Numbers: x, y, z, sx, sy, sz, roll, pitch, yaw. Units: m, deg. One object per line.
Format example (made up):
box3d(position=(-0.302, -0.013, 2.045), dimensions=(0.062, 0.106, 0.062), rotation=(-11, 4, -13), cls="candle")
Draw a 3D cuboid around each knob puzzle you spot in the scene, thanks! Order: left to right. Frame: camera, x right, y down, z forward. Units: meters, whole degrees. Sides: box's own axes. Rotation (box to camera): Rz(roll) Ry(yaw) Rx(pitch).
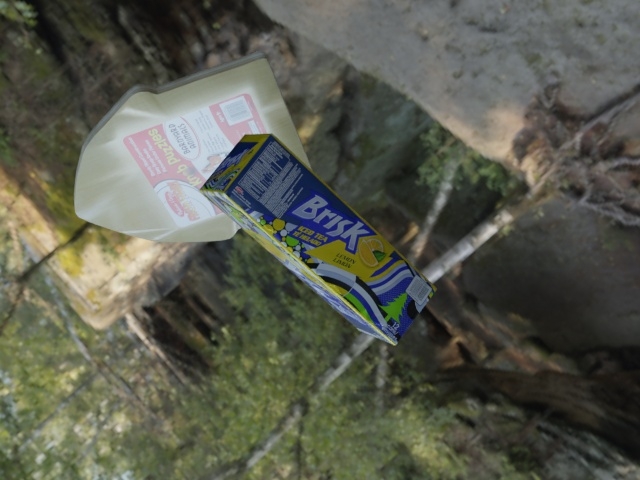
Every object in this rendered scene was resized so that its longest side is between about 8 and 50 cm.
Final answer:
box3d(position=(-0.112, -0.064, 0.718), dimensions=(0.213, 0.213, 0.030), rotation=(55, -166, -52), cls="knob puzzle")

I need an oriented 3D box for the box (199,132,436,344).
box3d(position=(0.000, 0.000, 0.610), dimensions=(0.169, 0.054, 0.059), rotation=(43, 168, -21), cls="box")
